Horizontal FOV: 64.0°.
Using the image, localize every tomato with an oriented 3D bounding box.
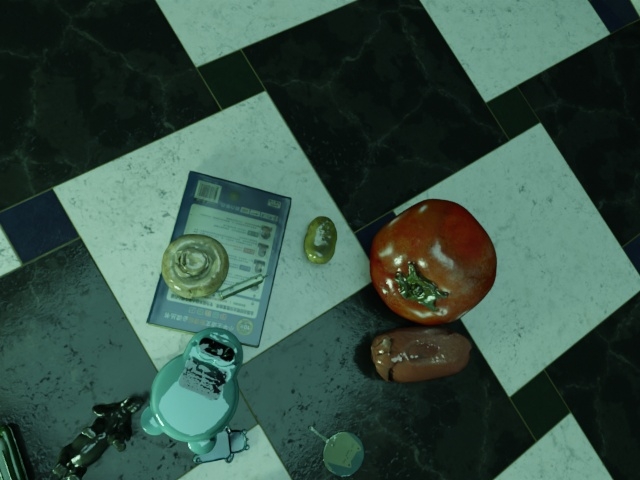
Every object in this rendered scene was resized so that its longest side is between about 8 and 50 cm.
[{"bbox_3d":[0.302,0.054,1.388,0.325,0.293,0.290,40,40,3],"label":"tomato"}]

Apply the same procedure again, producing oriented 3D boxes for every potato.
[{"bbox_3d":[0.000,0.000,1.436,0.091,0.070,0.138,15,76,-12],"label":"potato"}]

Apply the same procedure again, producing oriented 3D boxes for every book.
[{"bbox_3d":[-0.261,0.048,1.376,0.299,0.039,0.428,15,75,-10],"label":"book"}]

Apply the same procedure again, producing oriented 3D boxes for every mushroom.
[{"bbox_3d":[-0.311,0.064,1.274,0.166,0.127,0.166,1,83,-8],"label":"mushroom"}]

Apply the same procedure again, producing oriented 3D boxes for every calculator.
[{"bbox_3d":[-0.250,0.513,1.287,0.141,0.019,0.094,-5,79,-16],"label":"calculator"}]

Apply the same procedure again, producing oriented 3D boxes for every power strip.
[{"bbox_3d":[-0.198,0.117,1.328,0.136,0.051,0.019,-22,77,-18],"label":"power strip"}]

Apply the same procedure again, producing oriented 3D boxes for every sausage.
[{"bbox_3d":[0.270,0.307,1.393,0.279,0.152,0.152,-3,79,-15],"label":"sausage"}]

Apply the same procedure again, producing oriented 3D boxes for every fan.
[{"bbox_3d":[0.038,0.546,1.357,0.175,0.005,0.113,39,72,-5],"label":"fan"}]

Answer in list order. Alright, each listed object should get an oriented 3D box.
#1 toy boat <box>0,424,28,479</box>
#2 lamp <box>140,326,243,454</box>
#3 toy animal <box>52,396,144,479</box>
[{"bbox_3d":[-0.722,0.522,1.151,0.104,0.052,0.210,-21,85,-20],"label":"toy boat"},{"bbox_3d":[-0.291,0.350,1.243,0.209,0.147,0.284,25,87,-8],"label":"lamp"},{"bbox_3d":[-0.508,0.445,1.173,0.245,0.146,0.115,-32,93,-17],"label":"toy animal"}]
